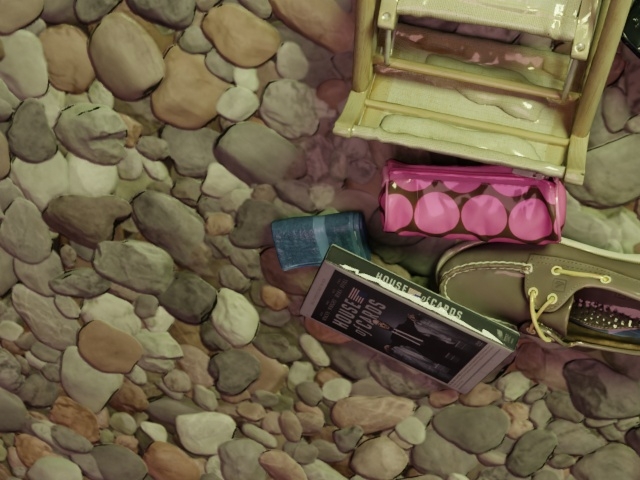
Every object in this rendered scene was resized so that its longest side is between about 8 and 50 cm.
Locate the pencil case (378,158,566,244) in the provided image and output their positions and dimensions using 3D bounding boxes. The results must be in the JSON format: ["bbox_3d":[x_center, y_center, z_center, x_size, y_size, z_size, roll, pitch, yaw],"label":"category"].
[{"bbox_3d":[0.166,-0.049,1.187,0.209,0.095,0.098,1,155,14],"label":"pencil case"}]

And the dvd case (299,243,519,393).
[{"bbox_3d":[0.099,0.099,1.281,0.239,0.029,0.179,25,154,0],"label":"dvd case"}]

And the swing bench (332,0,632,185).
[{"bbox_3d":[0.162,-0.214,1.051,0.253,0.165,0.254,13,128,8],"label":"swing bench"}]

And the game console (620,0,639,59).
[{"bbox_3d":[0.371,-0.206,1.045,0.122,0.107,0.071,41,151,-11],"label":"game console"}]

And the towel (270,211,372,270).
[{"bbox_3d":[0.000,0.000,1.300,0.119,0.029,0.067,-5,117,19],"label":"towel"}]

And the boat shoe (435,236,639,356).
[{"bbox_3d":[0.287,0.069,1.216,0.324,0.096,0.116,8,123,12],"label":"boat shoe"}]
